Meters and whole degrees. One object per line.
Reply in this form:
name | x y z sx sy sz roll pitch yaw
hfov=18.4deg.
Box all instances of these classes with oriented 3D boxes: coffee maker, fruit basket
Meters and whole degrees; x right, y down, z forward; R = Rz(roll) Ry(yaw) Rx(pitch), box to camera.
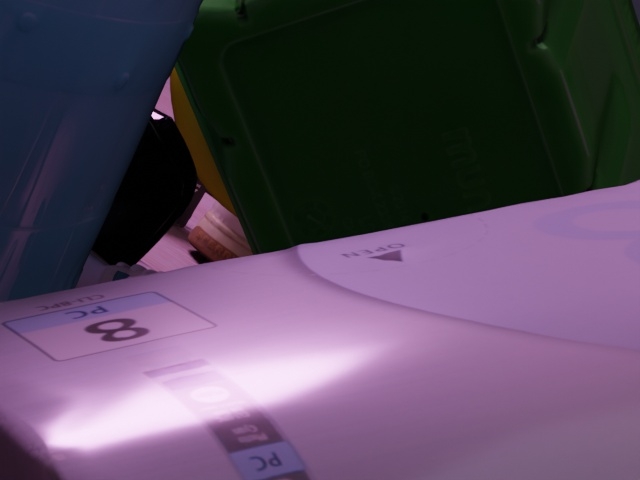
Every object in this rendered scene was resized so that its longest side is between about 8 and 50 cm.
coffee maker | -0.157 -0.058 1.086 0.178 0.120 0.171 37 7 30
fruit basket | 0.042 -0.073 1.092 0.392 0.283 0.392 -17 90 -80

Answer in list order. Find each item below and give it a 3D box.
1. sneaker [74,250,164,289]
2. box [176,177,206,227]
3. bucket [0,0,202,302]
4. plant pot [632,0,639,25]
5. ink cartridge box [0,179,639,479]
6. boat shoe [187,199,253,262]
sneaker | -0.070 0.036 0.964 0.161 0.075 0.057 43 12 34
box | -0.229 -0.125 1.489 0.216 0.060 0.270 26 10 -47
bucket | -0.185 -0.102 0.829 0.281 0.183 0.281 21 13 -5
plant pot | 0.151 -0.079 1.421 0.334 0.341 0.341 43 3 -17
ink cartridge box | 0.092 0.072 0.509 0.308 0.091 0.385 -10 14 -26
boat shoe | 0.000 0.000 1.503 0.104 0.089 0.285 35 7 18
